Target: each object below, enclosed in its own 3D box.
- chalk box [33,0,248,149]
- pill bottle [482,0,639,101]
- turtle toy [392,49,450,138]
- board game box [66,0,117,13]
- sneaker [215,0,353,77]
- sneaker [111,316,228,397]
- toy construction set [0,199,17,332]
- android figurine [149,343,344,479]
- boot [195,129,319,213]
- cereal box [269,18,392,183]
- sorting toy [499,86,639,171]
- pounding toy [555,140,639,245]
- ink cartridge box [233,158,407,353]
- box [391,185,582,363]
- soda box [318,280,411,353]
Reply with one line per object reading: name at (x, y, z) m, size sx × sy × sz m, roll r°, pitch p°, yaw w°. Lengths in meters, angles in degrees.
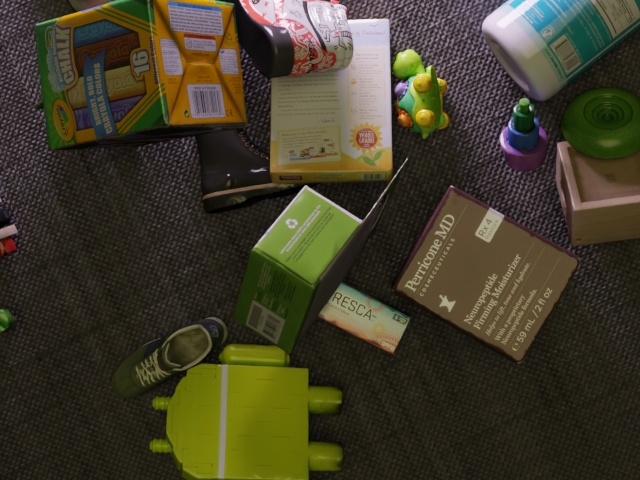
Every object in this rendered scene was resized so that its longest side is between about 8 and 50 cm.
chalk box at (-0.272, -0.224, 1.638) m, size 0.288 × 0.180 × 0.179 m, roll -5°, pitch 92°, yaw 34°
pill bottle at (0.367, -0.326, 1.641) m, size 0.264 × 0.146 × 0.146 m, roll -38°, pitch 88°, yaw 2°
turtle toy at (0.139, -0.210, 1.690) m, size 0.066 × 0.095 × 0.130 m, roll -6°, pitch 89°, yaw 25°
board game box at (-0.282, -0.448, 1.740) m, size 0.259 × 0.030 × 0.136 m, roll -33°, pitch 86°, yaw 3°
sneaker at (-0.054, -0.323, 1.663) m, size 0.144 × 0.090 × 0.270 m, roll -8°, pitch 45°, yaw -26°
sneaker at (-0.226, 0.169, 1.708) m, size 0.192 × 0.086 × 0.064 m, roll -30°, pitch 88°, yaw 3°
toy construction set at (-0.575, -0.027, 1.654) m, size 0.257 × 0.237 × 0.309 m, roll 3°, pitch 90°, yaw 3°
android figurine at (-0.104, 0.263, 1.666) m, size 0.272 × 0.056 × 0.248 m, roll 1°, pitch 65°, yaw -7°
boot at (-0.087, -0.128, 1.709) m, size 0.197 × 0.077 × 0.137 m, roll -13°, pitch 84°, yaw 2°
cereal box at (0.015, -0.200, 1.678) m, size 0.172 × 0.047 × 0.240 m, roll 0°, pitch 70°, yaw 3°
sorting toy at (0.418, -0.204, 1.608) m, size 0.365 × 0.126 × 0.127 m, roll -17°, pitch 52°, yaw -5°
pounding toy at (0.441, -0.095, 1.660) m, size 0.206 × 0.094 × 0.181 m, roll -7°, pitch 51°, yaw 3°
ink cartridge box at (0.000, 0.000, 1.596) m, size 0.097 × 0.189 × 0.255 m, roll 31°, pitch 56°, yaw 8°
box at (0.225, 0.047, 1.640) m, size 0.203 × 0.167 × 0.169 m, roll 30°, pitch 92°, yaw 3°
soda box at (0.038, 0.095, 1.706) m, size 0.183 × 0.058 × 0.063 m, roll 27°, pitch 91°, yaw 2°
